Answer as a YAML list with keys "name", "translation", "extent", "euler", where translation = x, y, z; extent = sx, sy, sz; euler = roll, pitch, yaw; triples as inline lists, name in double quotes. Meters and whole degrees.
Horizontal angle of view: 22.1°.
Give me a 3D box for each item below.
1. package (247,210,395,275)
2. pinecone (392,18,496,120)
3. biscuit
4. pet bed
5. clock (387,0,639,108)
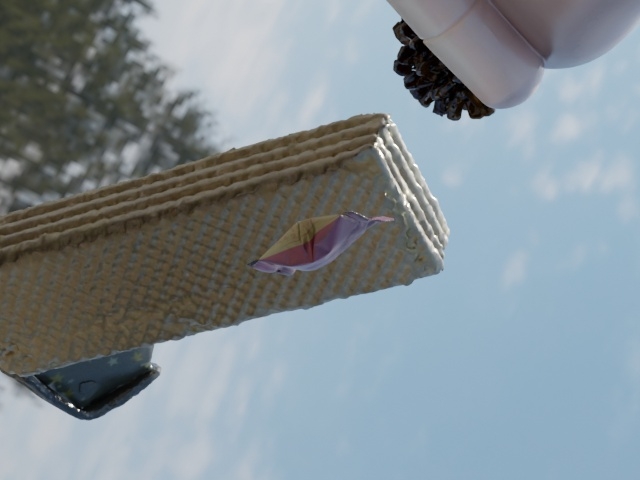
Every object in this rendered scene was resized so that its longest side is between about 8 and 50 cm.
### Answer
- name: "package"
  translation: [0.000, 0.000, 1.028]
  extent: [0.083, 0.059, 0.029]
  euler: [-27, -107, 24]
- name: "pinecone"
  translation: [0.138, -0.176, 1.562]
  extent: [0.140, 0.140, 0.120]
  euler: [-44, -141, 43]
- name: "biscuit"
  translation: [-0.113, 0.012, 1.327]
  extent: [0.426, 0.144, 0.078]
  euler: [-13, -144, 24]
- name: "pet bed"
  translation: [-0.283, 0.087, 1.708]
  extent: [0.211, 0.183, 0.159]
  euler: [23, -74, 47]
- name: "clock"
  translation: [0.224, -0.277, 1.130]
  extent: [0.326, 0.184, 0.342]
  euler: [-35, -154, 43]
